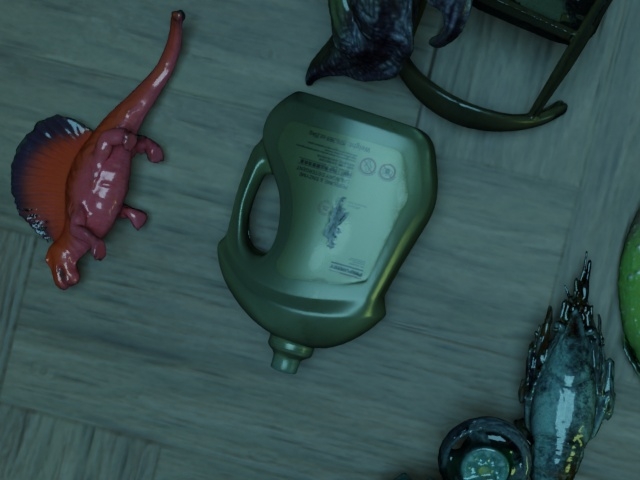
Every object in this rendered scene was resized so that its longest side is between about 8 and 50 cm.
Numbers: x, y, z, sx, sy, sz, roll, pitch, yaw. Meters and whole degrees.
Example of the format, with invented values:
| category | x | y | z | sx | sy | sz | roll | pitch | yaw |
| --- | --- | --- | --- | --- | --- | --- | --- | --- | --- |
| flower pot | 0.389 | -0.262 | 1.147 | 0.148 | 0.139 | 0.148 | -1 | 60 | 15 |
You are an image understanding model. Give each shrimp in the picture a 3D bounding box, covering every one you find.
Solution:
| category | x | y | z | sx | sy | sz | roll | pitch | yaw |
| --- | --- | --- | --- | --- | --- | --- | --- | --- | --- |
| shrimp | 0.232 | 0.125 | 1.519 | 0.090 | 0.079 | 0.232 | 10 | 88 | 1 |

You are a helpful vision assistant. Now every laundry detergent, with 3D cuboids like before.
| category | x | y | z | sx | sy | sz | roll | pitch | yaw |
| --- | --- | --- | --- | --- | --- | --- | --- | --- | --- |
| laundry detergent | 0.000 | 0.000 | 1.525 | 0.181 | 0.091 | 0.253 | 19 | 94 | 6 |

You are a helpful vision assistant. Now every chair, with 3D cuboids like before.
| category | x | y | z | sx | sy | sz | roll | pitch | yaw |
| --- | --- | --- | --- | --- | --- | --- | --- | --- | --- |
| chair | 0.182 | -0.246 | 1.476 | 0.188 | 0.166 | 0.272 | 26 | 137 | 3 |

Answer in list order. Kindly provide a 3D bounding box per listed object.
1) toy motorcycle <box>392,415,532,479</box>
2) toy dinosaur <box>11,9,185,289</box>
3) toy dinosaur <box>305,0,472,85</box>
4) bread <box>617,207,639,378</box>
| category | x | y | z | sx | sy | sz | roll | pitch | yaw |
| --- | --- | --- | --- | --- | --- | --- | --- | --- | --- |
| toy motorcycle | 0.103 | 0.302 | 1.524 | 0.296 | 0.109 | 0.198 | -37 | 100 | 15 |
| toy dinosaur | -0.223 | -0.095 | 1.570 | 0.139 | 0.070 | 0.286 | 18 | 92 | 27 |
| toy dinosaur | 0.045 | -0.225 | 1.439 | 0.077 | 0.294 | 0.162 | -14 | 85 | -17 |
| bread | 0.417 | 0.042 | 1.513 | 0.301 | 0.045 | 0.301 | 0 | 92 | 6 |
